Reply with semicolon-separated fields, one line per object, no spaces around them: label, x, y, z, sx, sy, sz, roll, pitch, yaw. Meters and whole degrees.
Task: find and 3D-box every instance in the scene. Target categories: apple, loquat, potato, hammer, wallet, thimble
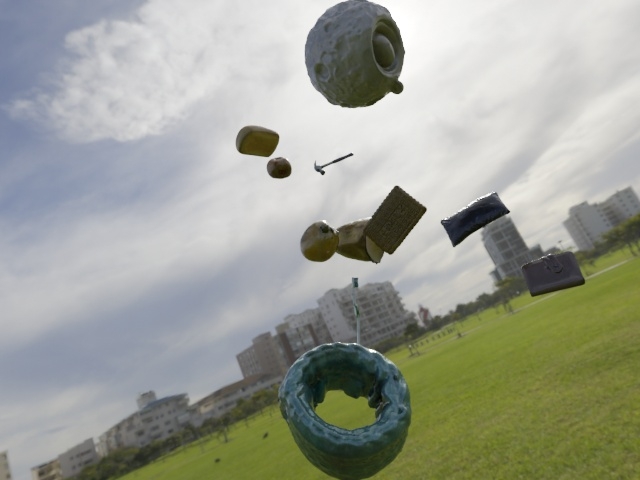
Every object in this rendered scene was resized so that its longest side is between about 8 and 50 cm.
apple;-0.202;-0.357;2.218;0.125;0.102;0.126;-5;22;2
loquat;0.000;0.000;1.787;0.172;0.149;0.205;-59;-3;-40
potato;0.163;-0.004;2.120;0.265;0.230;0.229;3;4;39
hammer;0.071;-0.417;2.365;0.246;0.103;0.029;-29;-38;-27
wallet;0.686;0.097;1.337;0.152;0.118;0.038;-23;-41;25
thimble;0.037;0.289;0.779;0.234;0.199;0.143;8;-44;10

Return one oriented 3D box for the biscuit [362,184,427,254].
biscuit;0.296;-0.081;1.845;0.255;0.172;0.029;-55;-17;20

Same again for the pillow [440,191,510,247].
pillow;0.504;-0.076;1.486;0.208;0.141;0.055;-34;-56;20

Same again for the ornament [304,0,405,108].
ornament;0.103;-0.604;1.485;0.336;0.338;0.337;-22;-16;-7

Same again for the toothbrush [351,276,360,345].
toothbrush;0.147;0.296;1.841;0.030;0.305;0.030;-1;-22;0

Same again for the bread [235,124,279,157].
bread;-0.289;-0.453;2.038;0.217;0.098;0.147;3;-54;-51
